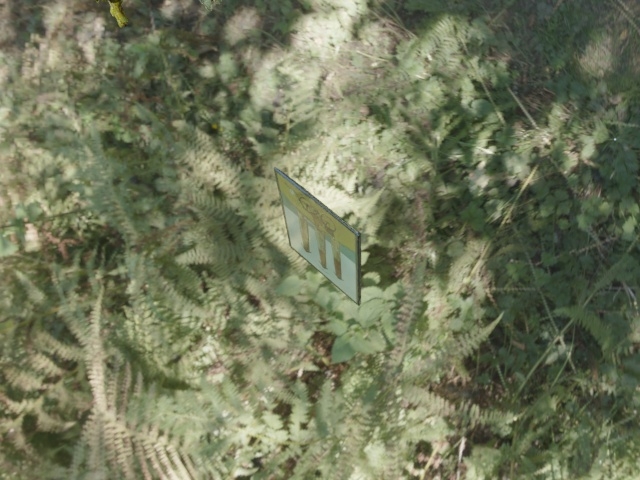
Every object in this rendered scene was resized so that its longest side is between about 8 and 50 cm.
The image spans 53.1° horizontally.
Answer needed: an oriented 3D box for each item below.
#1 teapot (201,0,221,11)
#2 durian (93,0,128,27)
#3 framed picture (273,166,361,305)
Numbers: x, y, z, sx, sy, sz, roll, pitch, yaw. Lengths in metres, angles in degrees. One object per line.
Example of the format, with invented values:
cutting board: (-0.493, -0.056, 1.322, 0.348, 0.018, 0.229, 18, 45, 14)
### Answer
teapot: (-0.111, -0.464, 0.944, 0.251, 0.183, 0.183, -43, 79, 6)
durian: (-0.214, -0.259, 0.562, 0.146, 0.208, 0.102, 5, 66, 3)
framed picture: (0.000, 0.000, 1.417, 0.013, 0.324, 0.244, -41, 64, -19)
